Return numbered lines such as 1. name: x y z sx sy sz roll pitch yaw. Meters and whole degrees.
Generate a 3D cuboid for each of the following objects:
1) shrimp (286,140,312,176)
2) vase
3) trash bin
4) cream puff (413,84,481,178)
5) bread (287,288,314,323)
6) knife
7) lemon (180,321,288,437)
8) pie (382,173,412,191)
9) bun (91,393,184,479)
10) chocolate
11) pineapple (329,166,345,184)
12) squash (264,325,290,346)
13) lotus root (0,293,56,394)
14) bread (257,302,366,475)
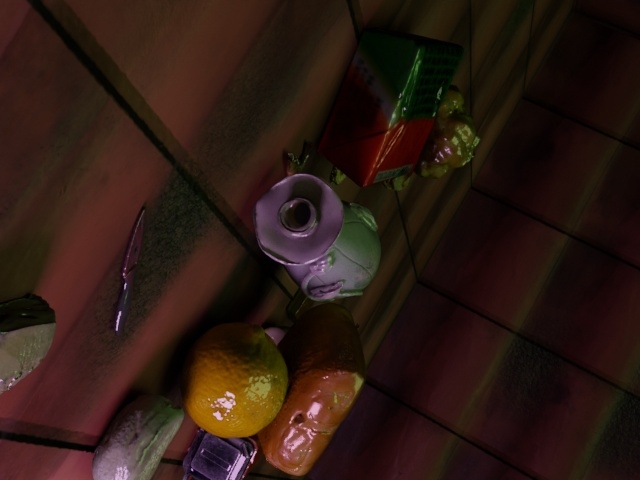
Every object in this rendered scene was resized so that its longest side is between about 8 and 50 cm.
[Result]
1. shrimp: -0.048 -0.177 1.864 0.091 0.025 0.127 -60 168 -7
2. vase: 0.000 0.000 1.926 0.250 0.250 0.445 -61 163 -5
3. trash bin: -0.231 0.541 2.231 0.184 0.161 0.238 -63 167 5
4. cream puff: 0.311 -0.295 2.313 0.185 0.282 0.282 -14 137 -29
5. bread: -0.052 0.176 2.390 0.090 0.035 0.094 -56 162 -20
6. knife: -0.317 0.055 1.450 0.035 0.018 0.247 -30 141 -56
7. lemon: -0.182 0.288 1.854 0.228 0.228 0.254 -40 142 -52
8. pie: 0.241 -0.238 2.525 0.179 0.084 0.205 -24 136 -64
9. bun: -0.361 0.396 1.699 0.221 0.108 0.221 -60 172 -15
10. chocolate: 0.164 -0.318 2.037 0.360 0.161 0.341 -23 138 -64
11. pineapple: 0.043 -0.159 2.176 0.045 0.019 0.083 -70 162 5
12. squash: -0.100 0.280 2.271 0.123 0.123 0.186 -62 166 2
13. lotus root: -0.423 0.153 1.188 0.143 0.070 0.144 -29 144 -61
14. bread: -0.035 0.315 1.992 0.328 0.148 0.337 -60 -160 26
